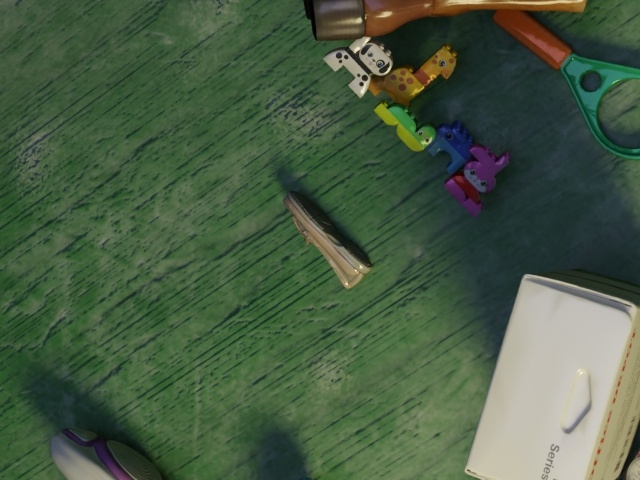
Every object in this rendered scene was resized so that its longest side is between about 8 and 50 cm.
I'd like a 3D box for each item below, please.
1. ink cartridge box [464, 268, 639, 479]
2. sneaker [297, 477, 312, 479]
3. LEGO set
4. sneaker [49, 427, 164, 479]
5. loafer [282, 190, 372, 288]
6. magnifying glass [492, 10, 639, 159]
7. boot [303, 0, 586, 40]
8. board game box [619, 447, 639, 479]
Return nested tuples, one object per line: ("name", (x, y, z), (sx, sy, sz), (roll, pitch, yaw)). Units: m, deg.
("ink cartridge box", (0.248, 0.136, 1.729), (0.114, 0.273, 0.198), (17, 95, 18))
("sneaker", (0.007, 0.366, 1.916), (0.092, 0.087, 0.229), (-6, 95, 12))
("LEGO set", (0.118, -0.146, 1.856), (0.093, 0.087, 0.227), (-42, 98, 17))
("sneaker", (-0.208, 0.338, 1.968), (0.305, 0.114, 0.152), (43, 102, 14))
("loafer", (0.000, 0.000, 1.938), (0.125, 0.045, 0.039), (44, 110, 11))
("magnifying glass", (0.275, -0.171, 1.856), (0.231, 0.026, 0.092), (40, 102, 13))
("boot", (0.120, -0.287, 1.846), (0.280, 0.264, 0.096), (-7, 109, -3))
("board game box", (0.411, 0.247, 1.712), (0.243, 0.042, 0.165), (47, 116, 43))
